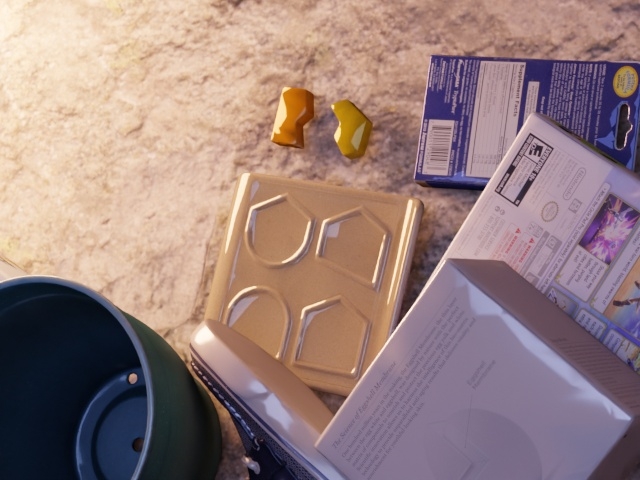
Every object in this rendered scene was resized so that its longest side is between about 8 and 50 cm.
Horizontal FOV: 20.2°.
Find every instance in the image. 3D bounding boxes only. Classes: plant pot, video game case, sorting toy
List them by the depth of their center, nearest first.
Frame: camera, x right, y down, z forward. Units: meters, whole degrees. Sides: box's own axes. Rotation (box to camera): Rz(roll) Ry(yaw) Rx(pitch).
[{"bbox_3d":[0.236,0.055,1.713,0.244,0.061,0.269,37,104,26],"label":"video game case"},{"bbox_3d":[-0.229,0.189,1.790,0.272,0.255,0.271,-5,77,22],"label":"plant pot"},{"bbox_3d":[0.000,0.000,1.862,0.229,0.041,0.307,9,81,28],"label":"sorting toy"}]

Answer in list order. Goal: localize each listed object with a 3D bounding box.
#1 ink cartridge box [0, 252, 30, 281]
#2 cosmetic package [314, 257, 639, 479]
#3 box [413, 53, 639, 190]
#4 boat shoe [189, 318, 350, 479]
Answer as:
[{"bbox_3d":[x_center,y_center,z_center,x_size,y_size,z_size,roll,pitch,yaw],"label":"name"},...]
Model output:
[{"bbox_3d":[-0.397,0.064,1.957,0.176,0.127,0.128,34,92,25],"label":"ink cartridge box"},{"bbox_3d":[0.158,0.170,1.636,0.225,0.138,0.224,41,107,22],"label":"cosmetic package"},{"bbox_3d":[0.211,-0.114,1.799,0.225,0.036,0.136,5,80,24],"label":"box"},{"bbox_3d":[-0.038,0.241,1.755,0.340,0.127,0.158,44,100,15],"label":"boat shoe"}]
